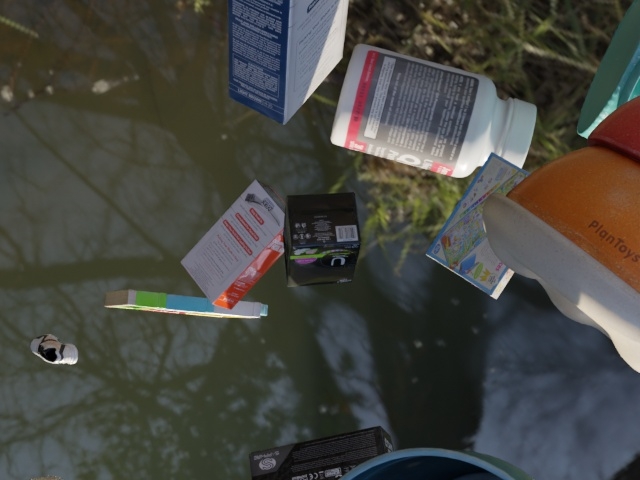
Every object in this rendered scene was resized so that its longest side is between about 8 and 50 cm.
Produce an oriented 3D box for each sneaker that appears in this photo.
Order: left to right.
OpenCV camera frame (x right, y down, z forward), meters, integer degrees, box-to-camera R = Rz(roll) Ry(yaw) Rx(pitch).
[{"bbox_3d":[-0.445,0.178,1.808,0.044,0.109,0.040,-1,96,-49],"label":"sneaker"}]

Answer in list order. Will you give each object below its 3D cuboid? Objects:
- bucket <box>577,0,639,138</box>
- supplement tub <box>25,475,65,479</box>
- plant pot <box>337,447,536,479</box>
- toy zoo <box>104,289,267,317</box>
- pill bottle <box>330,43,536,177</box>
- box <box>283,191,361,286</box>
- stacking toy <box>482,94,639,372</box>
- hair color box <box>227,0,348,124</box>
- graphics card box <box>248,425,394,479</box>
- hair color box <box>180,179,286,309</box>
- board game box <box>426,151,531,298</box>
[{"bbox_3d":[0.491,-0.218,1.529,0.183,0.281,0.281,23,121,1],"label":"bucket"},{"bbox_3d":[-0.383,0.495,1.447,0.228,0.228,0.316,-21,95,-12],"label":"supplement tub"},{"bbox_3d":[0.142,0.331,1.110,0.272,0.271,0.255,-44,163,12],"label":"plant pot"},{"bbox_3d":[-0.238,0.122,2.063,0.293,0.192,0.030,7,84,-23],"label":"toy zoo"},{"bbox_3d":[0.189,-0.206,1.847,0.319,0.176,0.176,15,126,1],"label":"pill bottle"},{"bbox_3d":[0.000,0.000,0.971,0.062,0.052,0.083,-3,155,-6],"label":"box"},{"bbox_3d":[0.431,-0.084,1.109,0.480,0.350,0.351,-51,134,5],"label":"stacking toy"},{"bbox_3d":[-0.041,-0.344,1.519,0.174,0.105,0.347,-53,163,-32],"label":"hair color box"},{"bbox_3d":[0.026,0.498,1.744,0.233,0.370,0.094,-15,156,10],"label":"graphics card box"},{"bbox_3d":[-0.111,0.007,1.590,0.167,0.093,0.053,-47,150,12],"label":"hair color box"},{"bbox_3d":[0.216,-0.019,1.373,0.154,0.103,0.026,-57,153,2],"label":"board game box"}]
